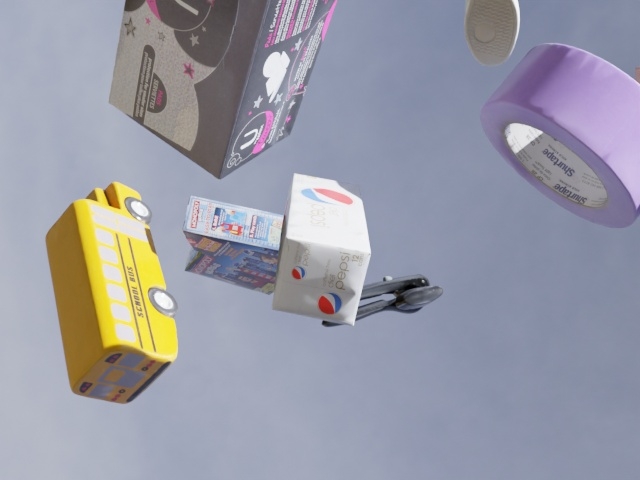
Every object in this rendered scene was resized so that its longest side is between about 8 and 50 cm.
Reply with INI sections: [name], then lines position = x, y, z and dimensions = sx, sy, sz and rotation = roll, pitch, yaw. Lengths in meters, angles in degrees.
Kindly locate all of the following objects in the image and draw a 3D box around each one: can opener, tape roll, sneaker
[can opener]
position = 0.080, 0.082, 1.240
dimensions = 0.073, 0.186, 0.059
rotation = 123, -45, -62
[tape roll]
position = 0.258, -0.103, 0.874
dimensions = 0.080, 0.189, 0.189
rotation = -48, -131, -6
[sneaker]
position = 0.298, -0.438, 1.491
dimensions = 0.094, 0.151, 0.256
rotation = 1, -58, 21

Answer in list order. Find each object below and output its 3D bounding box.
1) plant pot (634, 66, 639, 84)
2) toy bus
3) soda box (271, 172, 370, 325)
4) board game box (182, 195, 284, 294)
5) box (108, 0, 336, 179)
[plant pot]
position = 0.489, -0.096, 0.927
dimensions = 0.291, 0.291, 0.203
rotation = 5, -77, 44
[toy bus]
position = -0.290, 0.057, 1.193
dimensions = 0.108, 0.130, 0.332
rotation = -45, -133, 24
[soda box]
position = 0.000, 0.000, 0.811
dimensions = 0.216, 0.074, 0.069
rotation = -91, -168, -72
[board game box]
position = -0.123, 0.005, 1.294
dimensions = 0.194, 0.194, 0.060
rotation = -37, -140, 57
[box]
position = -0.097, -0.218, 0.870
dimensions = 0.163, 0.142, 0.247
rotation = 34, -50, 14
